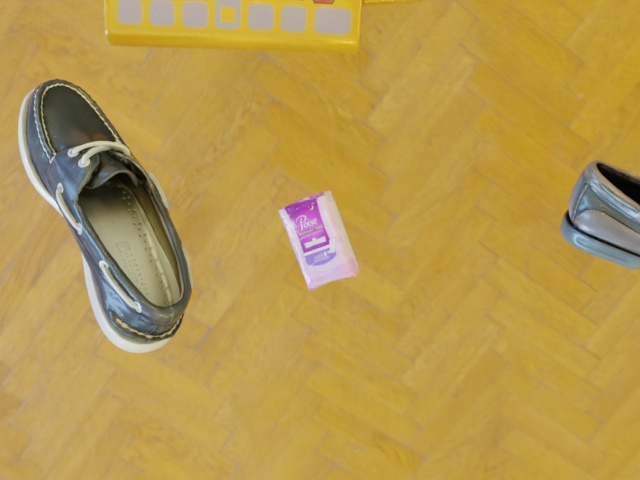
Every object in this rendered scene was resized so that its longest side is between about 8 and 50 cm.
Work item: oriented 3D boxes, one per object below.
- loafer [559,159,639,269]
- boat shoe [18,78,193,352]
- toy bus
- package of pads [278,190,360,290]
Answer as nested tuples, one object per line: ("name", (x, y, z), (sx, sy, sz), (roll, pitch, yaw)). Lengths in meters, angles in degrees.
("loafer", (0.367, -0.003, 0.884), (0.267, 0.096, 0.084), (17, 123, 16))
("boat shoe", (-0.203, -0.043, 0.907), (0.114, 0.091, 0.303), (-21, 75, -36))
("toy bus", (-0.055, -0.267, 0.986), (0.332, 0.108, 0.130), (2, 102, -2))
("package of pads", (0.000, 0.000, 0.856), (0.050, 0.032, 0.083), (-19, 94, 18))
